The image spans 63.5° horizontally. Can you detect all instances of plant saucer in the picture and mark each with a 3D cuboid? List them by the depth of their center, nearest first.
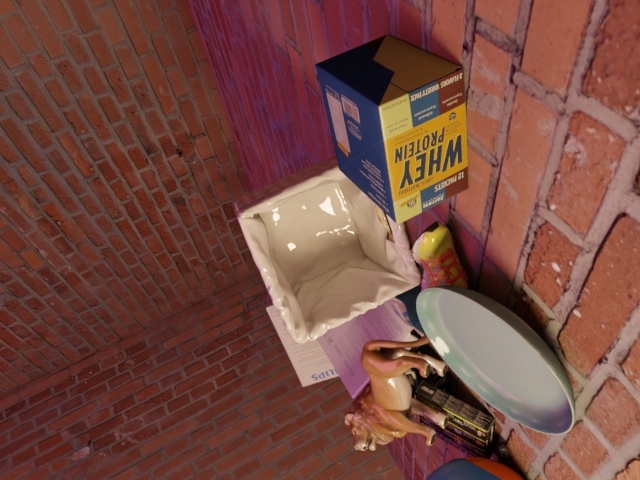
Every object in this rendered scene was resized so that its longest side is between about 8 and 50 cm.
[{"bbox_3d":[0.296,0.194,0.885,0.317,0.043,0.317,45,161,20],"label":"plant saucer"}]

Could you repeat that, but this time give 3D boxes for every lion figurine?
[{"bbox_3d":[0.158,0.331,1.184,0.240,0.142,0.392,14,121,33],"label":"lion figurine"}]

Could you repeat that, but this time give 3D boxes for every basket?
[{"bbox_3d":[0.000,0.000,1.213,0.328,0.331,0.266,67,170,-15],"label":"basket"}]

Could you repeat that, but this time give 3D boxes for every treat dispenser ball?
[{"bbox_3d":[0.351,0.633,1.141,0.288,0.288,0.288,59,168,21],"label":"treat dispenser ball"}]

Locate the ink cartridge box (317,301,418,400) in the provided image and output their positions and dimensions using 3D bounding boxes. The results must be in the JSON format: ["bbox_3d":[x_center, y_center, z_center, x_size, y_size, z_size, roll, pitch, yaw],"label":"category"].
[{"bbox_3d":[0.122,0.207,1.433,0.071,0.330,0.324,16,-151,-42],"label":"ink cartridge box"}]

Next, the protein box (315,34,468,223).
[{"bbox_3d":[0.111,-0.176,0.802,0.200,0.136,0.201,51,163,47],"label":"protein box"}]

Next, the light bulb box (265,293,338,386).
[{"bbox_3d":[-0.024,0.273,1.934,0.358,0.225,0.361,-90,-20,-65],"label":"light bulb box"}]

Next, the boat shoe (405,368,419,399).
[{"bbox_3d":[0.211,0.400,1.339,0.084,0.095,0.258,-123,12,-51],"label":"boat shoe"}]

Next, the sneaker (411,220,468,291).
[{"bbox_3d":[0.232,0.051,0.946,0.094,0.081,0.208,41,161,44],"label":"sneaker"}]

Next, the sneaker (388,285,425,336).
[{"bbox_3d":[0.230,0.165,1.183,0.092,0.087,0.229,60,176,-30],"label":"sneaker"}]

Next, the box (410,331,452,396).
[{"bbox_3d":[0.279,0.364,1.396,0.147,0.077,0.180,50,162,48],"label":"box"}]

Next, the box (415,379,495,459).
[{"bbox_3d":[0.327,0.445,1.263,0.190,0.045,0.184,22,142,35],"label":"box"}]

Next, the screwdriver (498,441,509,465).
[{"bbox_3d":[0.431,0.514,1.211,0.170,0.024,0.025,66,-160,-45],"label":"screwdriver"}]
